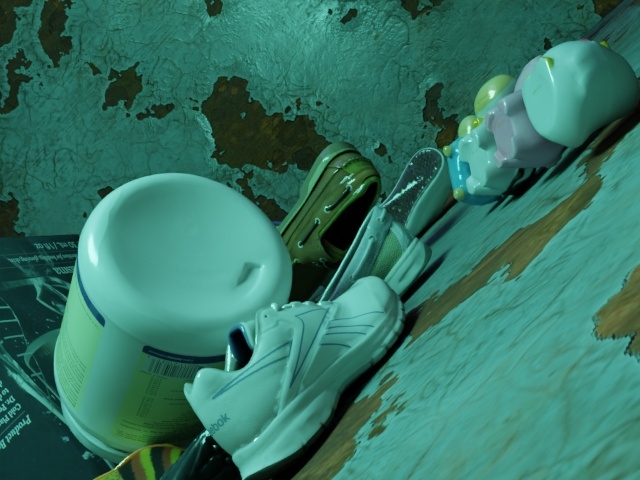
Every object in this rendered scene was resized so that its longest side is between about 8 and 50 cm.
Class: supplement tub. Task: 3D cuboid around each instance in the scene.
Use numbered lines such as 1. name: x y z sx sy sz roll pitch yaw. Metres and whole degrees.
1. supplement tub: -0.187 0.106 1.035 0.235 0.235 0.325 -44 -12 -44

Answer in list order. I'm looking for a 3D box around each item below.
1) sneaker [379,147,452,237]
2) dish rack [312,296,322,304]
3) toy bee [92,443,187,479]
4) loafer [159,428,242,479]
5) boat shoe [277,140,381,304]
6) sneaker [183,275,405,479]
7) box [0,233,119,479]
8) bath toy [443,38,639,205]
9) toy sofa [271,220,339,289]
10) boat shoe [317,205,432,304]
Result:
1. sneaker: 0.161 -0.028 1.641 0.290 0.106 0.123 -52 -35 5
2. dish rack: -0.016 0.142 1.373 0.208 0.074 0.271 -41 0 37
3. toy bee: -0.264 0.309 0.944 0.298 0.162 0.195 -36 -14 -40
4. loafer: -0.118 0.239 0.884 0.223 0.076 0.078 -47 9 -9
5. boat shoe: 0.000 0.000 1.367 0.110 0.104 0.307 -7 -49 -39
6. sneaker: -0.014 0.105 0.866 0.111 0.129 0.297 -46 -2 39
7. box: -0.474 0.256 1.451 0.297 0.472 0.480 -42 -8 12
8. bath toy: 0.253 -0.142 1.009 0.128 0.152 0.348 -8 -7 -12
9. toy sofa: -0.087 0.012 1.509 0.362 0.150 0.177 -2 -60 -41
10. boat shoe: 0.007 0.097 1.094 0.320 0.103 0.118 -46 1 -14
